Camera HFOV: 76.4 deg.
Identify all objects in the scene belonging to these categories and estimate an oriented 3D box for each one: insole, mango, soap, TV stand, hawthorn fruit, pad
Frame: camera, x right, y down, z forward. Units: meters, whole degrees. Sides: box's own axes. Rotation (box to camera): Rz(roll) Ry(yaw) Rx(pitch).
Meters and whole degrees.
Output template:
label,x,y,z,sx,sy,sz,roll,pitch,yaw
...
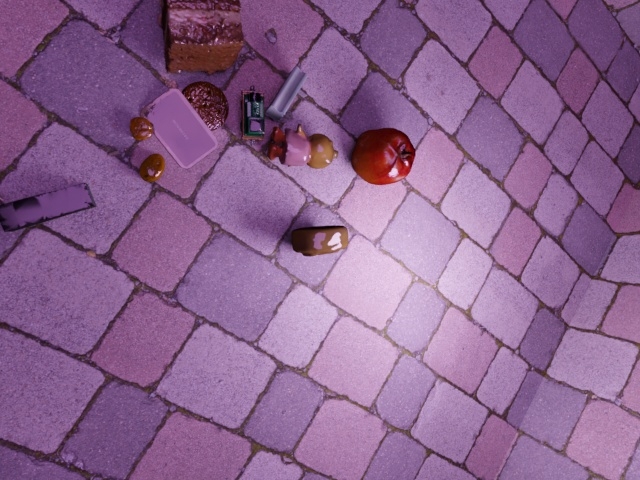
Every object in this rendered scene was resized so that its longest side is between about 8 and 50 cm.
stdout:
label,x,y,z,sx,sy,sz,roll,pitch,yaw
insole,-0.205,-0.518,1.661,0.193,0.006,0.065,-1,93,-21
mango,-0.612,-0.266,1.485,0.078,0.057,0.114,24,75,-17
soap,-0.137,-0.579,1.619,0.066,0.119,0.198,33,77,-19
TV stand,-0.908,-0.114,1.358,0.269,0.082,0.088,-22,99,-21
hawthorn fruit,0.280,-0.358,1.707,0.253,0.300,0.254,-1,93,-25
pad,-0.525,-0.416,1.522,0.176,0.002,0.266,-38,106,-5

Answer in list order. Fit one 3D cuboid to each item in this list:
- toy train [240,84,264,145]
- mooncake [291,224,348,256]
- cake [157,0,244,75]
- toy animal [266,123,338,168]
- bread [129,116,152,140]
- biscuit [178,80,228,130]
label,x,y,z,sx,sy,sz,roll,pitch,yaw
toy train,-0.256,-0.481,1.567,0.091,0.136,0.228,-1,102,-20
mooncake,0.000,0.000,1.637,0.234,0.234,0.117,-3,93,-22
cake,-0.423,-0.764,1.415,0.255,0.282,0.291,-10,94,-24
toy animal,-0.059,-0.370,1.645,0.281,0.169,0.195,-2,136,-27
bread,-0.646,-0.400,1.467,0.080,0.046,0.083,17,92,-15
biscuit,-0.444,-0.512,1.554,0.187,0.027,0.188,-1,94,-23
